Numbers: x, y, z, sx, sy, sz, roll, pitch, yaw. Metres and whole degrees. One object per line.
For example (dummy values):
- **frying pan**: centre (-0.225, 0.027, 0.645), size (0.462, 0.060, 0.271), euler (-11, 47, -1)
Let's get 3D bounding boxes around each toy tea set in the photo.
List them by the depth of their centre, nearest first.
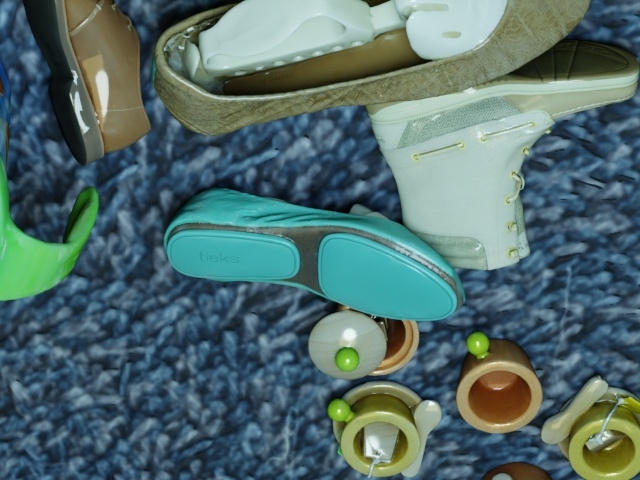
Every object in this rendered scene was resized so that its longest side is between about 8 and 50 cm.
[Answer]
- **toy tea set**: centre (0.122, 0.173, 1.443), size (0.336, 0.124, 0.200), euler (29, 115, -13)

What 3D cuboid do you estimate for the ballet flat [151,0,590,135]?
- **ballet flat**: centre (0.030, -0.162, 1.266), size (0.342, 0.124, 0.116), euler (-11, 77, 11)

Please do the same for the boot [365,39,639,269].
- **boot**: centre (0.154, -0.064, 1.348), size (0.213, 0.077, 0.165), euler (-9, 116, 12)

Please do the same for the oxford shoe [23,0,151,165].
- **oxford shoe**: centre (-0.182, -0.169, 1.320), size (0.076, 0.076, 0.212), euler (-22, 116, -21)

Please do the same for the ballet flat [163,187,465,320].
- **ballet flat**: centre (0.000, 0.000, 1.374), size (0.247, 0.087, 0.083), euler (10, 131, 7)

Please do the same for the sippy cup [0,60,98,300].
- **sippy cup**: centre (-0.331, -0.074, 1.275), size (0.240, 0.224, 0.305), euler (-25, 114, 13)
